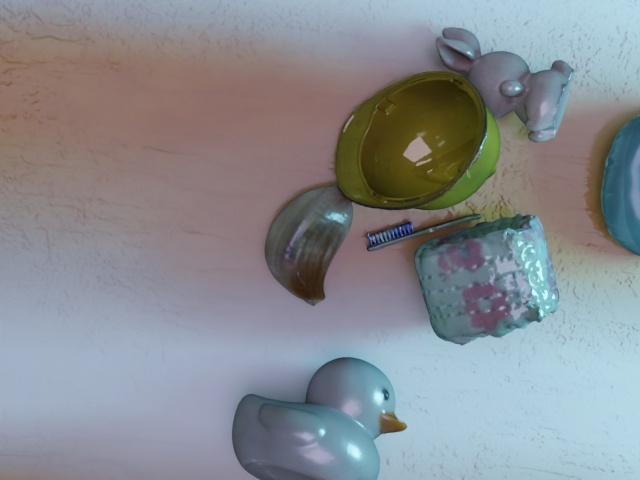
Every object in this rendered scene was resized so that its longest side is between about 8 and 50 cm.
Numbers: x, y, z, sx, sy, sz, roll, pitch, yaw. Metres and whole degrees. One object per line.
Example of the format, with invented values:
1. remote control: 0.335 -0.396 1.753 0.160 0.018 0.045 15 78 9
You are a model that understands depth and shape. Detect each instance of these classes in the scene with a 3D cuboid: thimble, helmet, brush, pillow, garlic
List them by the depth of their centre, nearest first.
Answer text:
1. thimble: 0.244 0.054 1.722 0.185 0.211 0.149 -19 95 -27
2. helmet: 0.163 -0.122 1.729 0.140 0.257 0.205 24 63 -44
3. garlic: -0.003 -0.012 1.777 0.128 0.090 0.198 31 88 -20
4. pillow: 0.520 -0.083 1.778 0.214 0.086 0.233 -3 98 -7
5. brush: 0.152 -0.020 1.798 0.178 0.033 0.030 -17 83 0

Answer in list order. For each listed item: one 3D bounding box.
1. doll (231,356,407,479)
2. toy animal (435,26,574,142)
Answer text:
1. doll: 0.000 0.264 1.761 0.251 0.221 0.221 8 96 15
2. toy animal: 0.256 -0.227 1.748 0.212 0.124 0.124 27 95 16
